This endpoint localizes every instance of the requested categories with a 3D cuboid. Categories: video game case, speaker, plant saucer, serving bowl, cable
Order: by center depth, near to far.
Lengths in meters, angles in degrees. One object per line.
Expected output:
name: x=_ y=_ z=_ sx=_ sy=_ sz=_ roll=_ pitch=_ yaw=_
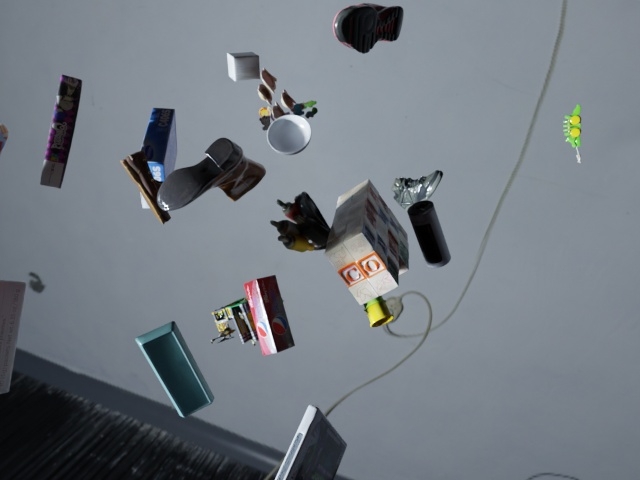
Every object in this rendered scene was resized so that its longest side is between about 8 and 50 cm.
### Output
video game case: x=-0.018 y=0.384 z=0.789 sx=0.022 sy=0.173 sz=0.190 roll=12 pitch=147 yaw=28
plant saucer: x=-0.241 y=0.225 z=0.822 sx=0.067 sy=0.018 sz=0.192 roll=-24 pitch=122 yaw=-13
serving bowl: x=-0.057 y=-0.192 z=0.905 sx=0.083 sy=0.027 sz=0.084 roll=-2 pitch=69 yaw=5
speaker: x=0.221 y=-0.013 z=0.981 sx=0.055 sy=0.055 sz=0.136 roll=-14 pitch=121 yaw=19
video game case: x=-0.531 y=-0.227 z=0.996 sx=0.041 sy=0.232 sz=0.210 roll=11 pitch=100 yaw=-30
cable: x=0.000 y=0.000 z=1.057 sx=0.072 sy=0.140 sz=0.287 roll=-22 pitch=141 yaw=25

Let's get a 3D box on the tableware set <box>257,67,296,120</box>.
tableware set: x=-0.130 y=-0.414 z=1.403 sx=0.020 sy=0.169 sz=0.141 roll=-24 pitch=127 yaw=29

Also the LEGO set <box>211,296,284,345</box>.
LEGO set: x=-0.303 y=0.348 z=2.091 sx=0.331 sy=0.255 sz=0.192 roll=-21 pitch=91 yaw=34

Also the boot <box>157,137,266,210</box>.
boot: x=-0.298 y=-0.159 z=1.366 sx=0.096 sy=0.280 sz=0.264 roll=44 pitch=92 yaw=12

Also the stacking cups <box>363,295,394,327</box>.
stacking cups: x=0.172 y=0.167 z=1.832 sx=0.096 sy=0.096 sz=0.316 roll=-35 pitch=60 yaw=22

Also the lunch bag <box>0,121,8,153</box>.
lunch bag: x=-0.770 y=-0.150 z=0.914 sx=0.243 sy=0.304 sz=0.115 roll=13 pitch=153 yaw=3

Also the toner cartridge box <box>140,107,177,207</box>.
toner cartridge box: x=-0.506 y=-0.267 z=1.525 sx=0.075 sy=0.348 sz=0.165 roll=0 pitch=129 yaw=-10

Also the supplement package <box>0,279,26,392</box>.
supplement package: x=-0.628 y=0.131 z=0.703 sx=0.175 sy=0.292 sz=0.178 roll=-1 pitch=81 yaw=41

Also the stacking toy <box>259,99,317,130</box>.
stacking toy: x=-0.119 y=-0.470 z=1.768 sx=0.221 sy=0.167 sz=0.052 roll=-14 pitch=118 yaw=3

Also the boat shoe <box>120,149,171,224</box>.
boat shoe: x=-0.460 y=-0.145 z=1.329 sx=0.073 sy=0.073 sz=0.207 roll=21 pitch=140 yaw=55

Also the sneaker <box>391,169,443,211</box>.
sneaker: x=0.344 y=-0.199 z=1.774 sx=0.130 sy=0.087 sz=0.227 roll=36 pitch=144 yaw=-6

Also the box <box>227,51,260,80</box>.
box: x=-0.288 y=-0.653 z=1.817 sx=0.101 sy=0.102 sz=0.087 roll=-12 pitch=124 yaw=-20

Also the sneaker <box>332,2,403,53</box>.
sneaker: x=0.105 y=-0.592 z=1.336 sx=0.136 sy=0.313 sz=0.116 roll=24 pitch=124 yaw=27

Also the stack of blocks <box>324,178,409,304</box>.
stack of blocks: x=0.106 y=0.006 z=1.019 sx=0.087 sy=0.297 sz=0.171 roll=-30 pitch=108 yaw=21

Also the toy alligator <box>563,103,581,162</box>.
toy alligator: x=0.823 y=-0.347 z=1.587 sx=0.051 sy=0.056 sz=0.190 roll=1 pitch=105 yaw=32

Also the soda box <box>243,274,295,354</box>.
soda box: x=-0.180 y=0.261 z=1.704 sx=0.083 sy=0.092 sz=0.264 roll=-23 pitch=81 yaw=44
